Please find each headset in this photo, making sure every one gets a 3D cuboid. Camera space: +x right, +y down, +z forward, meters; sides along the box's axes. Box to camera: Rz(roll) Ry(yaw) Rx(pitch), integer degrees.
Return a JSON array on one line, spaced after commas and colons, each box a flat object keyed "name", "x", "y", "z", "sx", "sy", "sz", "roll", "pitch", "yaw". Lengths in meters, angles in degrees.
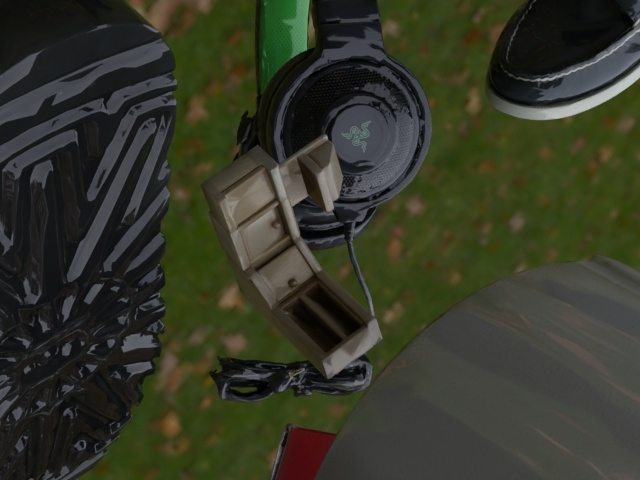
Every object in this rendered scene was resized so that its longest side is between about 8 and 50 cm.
[{"name": "headset", "x": -0.022, "y": -0.069, "z": 1.500, "sx": 0.185, "sy": 0.394, "sz": 0.243, "roll": -5, "pitch": 167, "yaw": -14}]

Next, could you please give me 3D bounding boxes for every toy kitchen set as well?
[{"name": "toy kitchen set", "x": 0.000, "y": 0.000, "z": 0.861, "sx": 0.068, "sy": 0.075, "sz": 0.083, "roll": -36, "pitch": 142, "yaw": -15}]

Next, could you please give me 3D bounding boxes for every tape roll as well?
[{"name": "tape roll", "x": 0.131, "y": 0.149, "z": 0.766, "sx": 0.246, "sy": 0.169, "sz": 0.246, "roll": -16, "pitch": 118, "yaw": -31}]

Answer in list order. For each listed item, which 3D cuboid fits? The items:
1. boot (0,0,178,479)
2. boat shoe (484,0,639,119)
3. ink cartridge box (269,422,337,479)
[{"name": "boot", "x": -0.179, "y": -0.045, "z": 0.723, "sx": 0.131, "sy": 0.260, "sz": 0.348, "roll": -26, "pitch": 150, "yaw": -35}, {"name": "boat shoe", "x": 0.250, "y": -0.226, "z": 1.525, "sx": 0.340, "sy": 0.127, "sz": 0.113, "roll": -37, "pitch": 141, "yaw": -29}, {"name": "ink cartridge box", "x": 0.118, "y": 0.218, "z": 1.216, "sx": 0.272, "sy": 0.309, "sz": 0.130, "roll": 39, "pitch": 62, "yaw": -53}]
